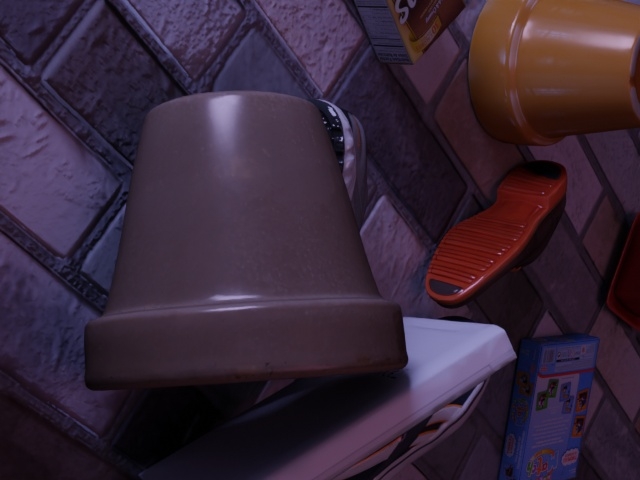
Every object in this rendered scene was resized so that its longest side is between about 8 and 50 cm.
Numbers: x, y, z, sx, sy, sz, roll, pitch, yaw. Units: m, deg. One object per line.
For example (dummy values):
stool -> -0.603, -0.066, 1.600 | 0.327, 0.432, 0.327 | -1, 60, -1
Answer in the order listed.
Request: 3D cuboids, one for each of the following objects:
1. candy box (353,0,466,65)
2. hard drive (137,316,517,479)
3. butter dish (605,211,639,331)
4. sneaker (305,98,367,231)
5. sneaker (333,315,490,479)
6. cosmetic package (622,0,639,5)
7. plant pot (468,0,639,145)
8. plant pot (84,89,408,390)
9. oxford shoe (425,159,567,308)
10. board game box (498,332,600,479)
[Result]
candy box -> 0.076, -0.286, 1.033 | 0.109, 0.053, 0.187 | -50, 132, -26
hard drive -> -0.001, 0.160, 0.904 | 0.307, 0.203, 0.040 | -29, 99, -20
butter dish -> 0.524, 0.057, 1.539 | 0.160, 0.118, 0.160 | 31, 77, -45
sneaker -> 0.000, 0.000, 0.997 | 0.108, 0.100, 0.271 | -9, 111, -63
sneaker -> 0.072, 0.165, 1.090 | 0.321, 0.126, 0.127 | -41, 132, -30
cosmetic package -> 0.533, -0.383, 1.190 | 0.230, 0.453, 0.161 | -37, 124, -34
plant pot -> 0.310, -0.206, 1.197 | 0.205, 0.188, 0.205 | -14, 110, -43
plant pot -> -0.064, 0.003, 0.843 | 0.263, 0.263, 0.229 | 4, 81, -47
oxford shoe -> 0.225, 0.011, 1.236 | 0.271, 0.097, 0.098 | -40, 132, -32
board game box -> 0.324, 0.241, 1.435 | 0.160, 0.039, 0.211 | 2, 98, -46
